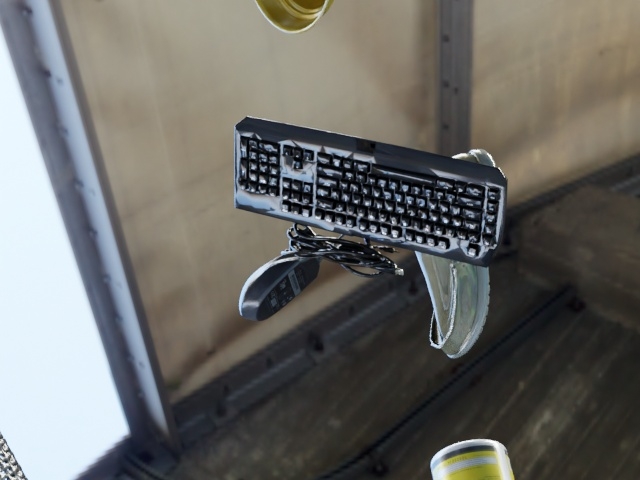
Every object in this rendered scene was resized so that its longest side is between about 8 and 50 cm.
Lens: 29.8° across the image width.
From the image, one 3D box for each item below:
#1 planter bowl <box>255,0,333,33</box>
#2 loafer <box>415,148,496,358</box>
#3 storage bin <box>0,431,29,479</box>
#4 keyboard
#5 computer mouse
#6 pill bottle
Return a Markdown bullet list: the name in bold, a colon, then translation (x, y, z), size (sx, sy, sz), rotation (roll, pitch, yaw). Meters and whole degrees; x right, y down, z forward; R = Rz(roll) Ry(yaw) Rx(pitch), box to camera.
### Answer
- **planter bowl**: translation (-0.019, -0.431, 1.838), size (0.090, 0.217, 0.217), rotation (-18, -136, -35)
- **loafer**: translation (0.146, 0.016, 1.401), size (0.087, 0.251, 0.094), rotation (0, -166, -13)
- **storage bin**: translation (-0.330, 0.227, 0.969), size (0.122, 0.084, 0.180), rotation (-31, 177, 23)
- **keyboard**: translation (0.024, -0.016, 0.782), size (0.192, 0.100, 0.038), rotation (14, -146, 24)
- **computer mouse**: translation (0.000, 0.000, 1.325), size (0.242, 0.071, 0.041), rotation (-40, -115, -15)
- **pill bottle**: translation (0.206, 0.354, 1.521), size (0.103, 0.103, 0.184), rotation (-8, -123, -2)
